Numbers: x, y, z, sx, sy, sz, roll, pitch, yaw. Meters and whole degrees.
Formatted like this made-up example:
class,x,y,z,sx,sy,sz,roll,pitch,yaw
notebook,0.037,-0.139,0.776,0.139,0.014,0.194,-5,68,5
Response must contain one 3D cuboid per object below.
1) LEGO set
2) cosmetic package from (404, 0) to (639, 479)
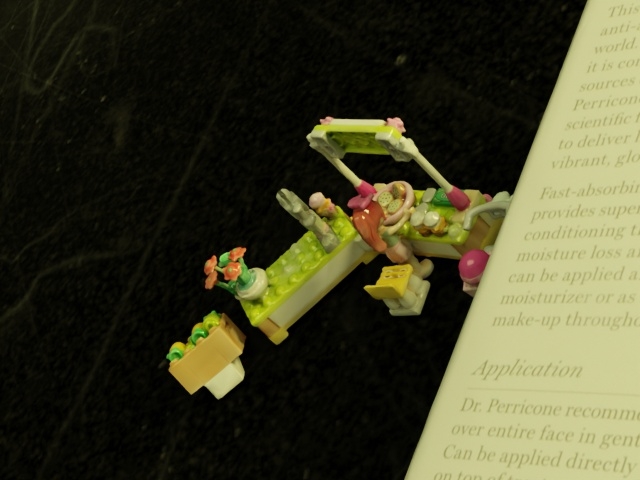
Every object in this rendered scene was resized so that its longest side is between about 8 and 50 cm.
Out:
class,x,y,z,sx,sy,sz,roll,pitch,yaw
LEGO set,0.000,0.000,0.970,0.287,0.107,0.132,-17,46,34
cosmetic package,0.216,0.010,0.698,0.230,0.161,0.453,-2,56,45
